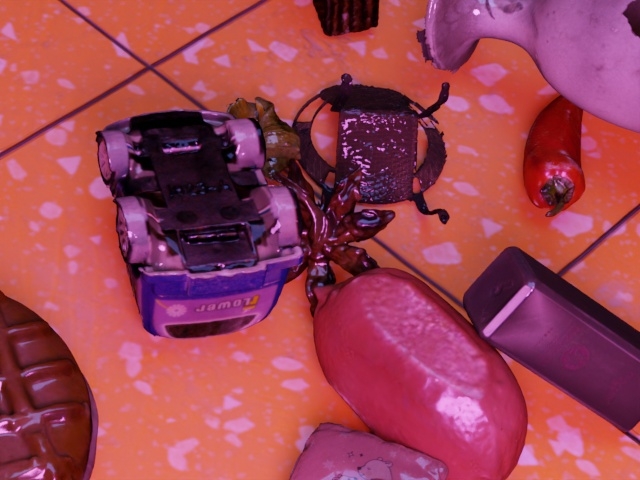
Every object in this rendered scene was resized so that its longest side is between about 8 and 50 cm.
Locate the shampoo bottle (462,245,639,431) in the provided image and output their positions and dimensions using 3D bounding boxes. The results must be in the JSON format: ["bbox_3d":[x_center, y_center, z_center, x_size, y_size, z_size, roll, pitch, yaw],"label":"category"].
[{"bbox_3d":[0.250,0.103,1.684,0.246,0.080,0.079,33,18,-29],"label":"shampoo bottle"}]

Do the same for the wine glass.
[{"bbox_3d":[0.298,-0.227,1.942,0.357,0.190,0.190,16,44,27],"label":"wine glass"}]

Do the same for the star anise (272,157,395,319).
[{"bbox_3d":[-0.001,0.000,1.764,0.168,0.168,0.057,21,8,6],"label":"star anise"}]

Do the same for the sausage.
[{"bbox_3d":[0.092,0.124,1.657,0.254,0.148,0.148,39,51,24],"label":"sausage"}]

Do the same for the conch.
[{"bbox_3d":[-0.069,-0.110,1.871,0.089,0.074,0.121,2,51,-25],"label":"conch"}]

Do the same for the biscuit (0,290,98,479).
[{"bbox_3d":[-0.354,0.166,1.533,0.332,0.103,0.332,7,46,-7],"label":"biscuit"}]

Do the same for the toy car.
[{"bbox_3d":[-0.129,-0.017,1.715,0.172,0.158,0.235,-6,48,-19],"label":"toy car"}]

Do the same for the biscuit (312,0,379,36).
[{"bbox_3d":[0.027,-0.352,1.997,0.070,0.252,0.106,-11,54,-10],"label":"biscuit"}]

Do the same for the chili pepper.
[{"bbox_3d":[0.260,-0.094,1.941,0.071,0.063,0.272,16,34,0],"label":"chili pepper"}]

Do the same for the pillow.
[{"bbox_3d":[0.012,0.281,1.542,0.135,0.049,0.248,20,56,8],"label":"pillow"}]

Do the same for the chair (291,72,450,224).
[{"bbox_3d":[0.059,-0.106,1.894,0.174,0.149,0.213,3,7,-8],"label":"chair"}]
